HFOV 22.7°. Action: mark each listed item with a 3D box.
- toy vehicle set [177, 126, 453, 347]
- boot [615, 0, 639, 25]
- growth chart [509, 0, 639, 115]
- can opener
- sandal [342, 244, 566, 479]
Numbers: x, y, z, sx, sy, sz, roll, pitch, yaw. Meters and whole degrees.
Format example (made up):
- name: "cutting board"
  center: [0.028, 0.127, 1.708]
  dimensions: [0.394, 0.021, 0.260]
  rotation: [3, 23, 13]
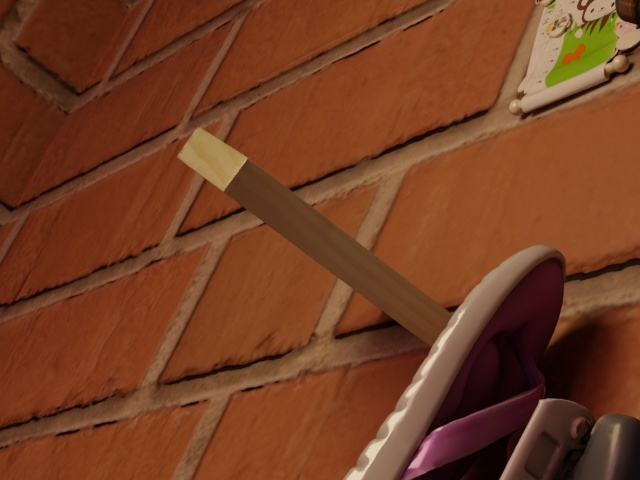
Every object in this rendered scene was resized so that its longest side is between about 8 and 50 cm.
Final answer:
- name: "toy vehicle set"
  center: [0.000, 0.000, 1.440]
  dimensions: [0.035, 0.267, 0.166]
  rotation: [-53, 24, -1]
- name: "boot"
  center: [0.369, -0.264, 1.419]
  dimensions: [0.219, 0.082, 0.106]
  rotation: [-51, 44, -9]
- name: "growth chart"
  center: [0.263, -0.223, 1.592]
  dimensions: [0.172, 0.021, 0.237]
  rotation: [-29, 33, 41]
- name: "can opener"
  center: [0.134, 0.237, 1.089]
  dimensions: [0.095, 0.076, 0.283]
  rotation: [1, 58, 58]
- name: "sandal"
  center: [0.095, 0.183, 1.181]
  dimensions: [0.102, 0.169, 0.416]
  rotation: [27, 62, 23]
